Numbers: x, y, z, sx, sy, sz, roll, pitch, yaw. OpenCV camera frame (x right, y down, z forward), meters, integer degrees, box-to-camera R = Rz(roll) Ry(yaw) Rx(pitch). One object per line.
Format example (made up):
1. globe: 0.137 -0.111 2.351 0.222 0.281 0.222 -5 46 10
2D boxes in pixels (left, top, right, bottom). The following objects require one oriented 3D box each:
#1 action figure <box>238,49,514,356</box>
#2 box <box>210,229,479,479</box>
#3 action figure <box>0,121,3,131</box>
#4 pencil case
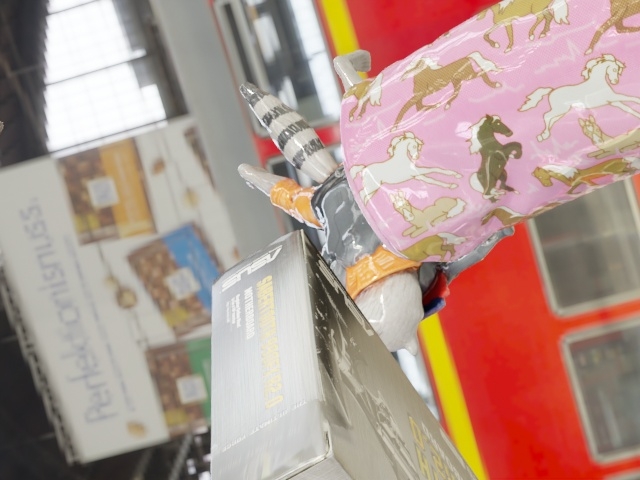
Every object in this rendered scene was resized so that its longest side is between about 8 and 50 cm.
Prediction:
1. action figure: 0.000 0.000 1.384 0.178 0.341 0.330 39 -163 -48
2. box: 0.033 0.131 0.621 0.231 0.056 0.183 55 -169 -25
3. action figure: -0.475 -0.107 1.373 0.141 0.276 0.164 -174 103 -74
4. pencil case: 0.205 -0.113 1.017 0.167 0.386 0.160 17 -124 -53
